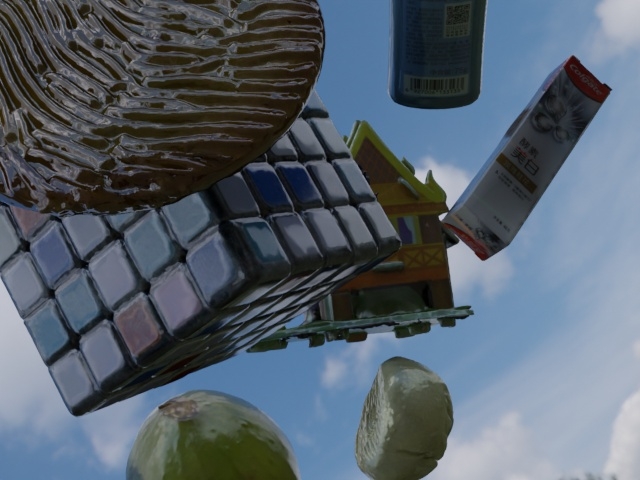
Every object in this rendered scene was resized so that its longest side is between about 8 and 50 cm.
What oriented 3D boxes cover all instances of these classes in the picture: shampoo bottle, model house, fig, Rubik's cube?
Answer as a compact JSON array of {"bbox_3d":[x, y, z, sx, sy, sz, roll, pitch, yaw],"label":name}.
[{"bbox_3d":[0.117,-0.242,0.913,0.258,0.104,0.061,85,-172,-51],"label":"shampoo bottle"},{"bbox_3d":[0.000,0.000,1.327,0.358,0.312,0.242,-7,-11,-13],"label":"model house"},{"bbox_3d":[-0.198,0.430,1.684,0.343,0.343,0.343,-31,-37,-28],"label":"fig"},{"bbox_3d":[-0.143,-0.029,0.964,0.287,0.291,0.293,-36,-10,30],"label":"Rubik's cube"}]

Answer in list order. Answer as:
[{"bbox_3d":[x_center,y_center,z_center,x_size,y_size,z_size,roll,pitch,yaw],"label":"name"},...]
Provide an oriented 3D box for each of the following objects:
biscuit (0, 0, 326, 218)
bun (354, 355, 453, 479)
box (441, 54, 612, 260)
[{"bbox_3d":[-0.152,-0.148,0.718,0.318,0.318,0.040,-38,-32,-19],"label":"biscuit"},{"bbox_3d":[0.110,0.238,1.198,0.111,0.164,0.188,10,-55,-8],"label":"bun"},{"bbox_3d":[0.183,-0.076,0.804,0.218,0.055,0.039,-51,5,-31],"label":"box"}]
